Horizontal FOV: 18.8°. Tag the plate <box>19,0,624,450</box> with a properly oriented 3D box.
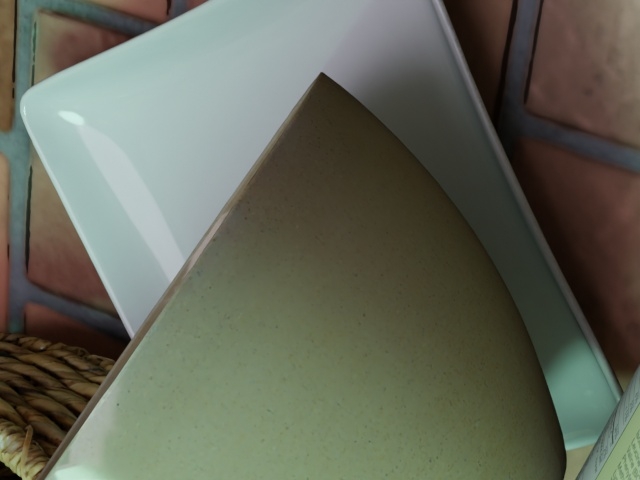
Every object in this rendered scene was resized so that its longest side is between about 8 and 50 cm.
[{"bbox_3d":[0.000,0.000,1.005,0.278,0.045,0.277,-21,98,37],"label":"plate"}]

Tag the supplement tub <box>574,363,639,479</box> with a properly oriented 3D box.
[{"bbox_3d":[0.232,0.107,0.777,0.235,0.235,0.325,34,125,17],"label":"supplement tub"}]

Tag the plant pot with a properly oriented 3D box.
[{"bbox_3d":[-0.004,0.095,0.868,0.191,0.284,0.284,35,127,-4],"label":"plant pot"}]

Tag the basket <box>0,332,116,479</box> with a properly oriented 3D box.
[{"bbox_3d":[-0.208,0.187,1.080,0.299,0.223,0.214,3,116,42],"label":"basket"}]
